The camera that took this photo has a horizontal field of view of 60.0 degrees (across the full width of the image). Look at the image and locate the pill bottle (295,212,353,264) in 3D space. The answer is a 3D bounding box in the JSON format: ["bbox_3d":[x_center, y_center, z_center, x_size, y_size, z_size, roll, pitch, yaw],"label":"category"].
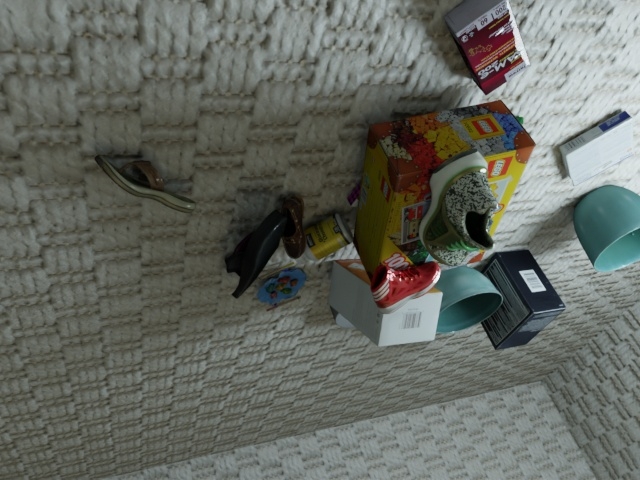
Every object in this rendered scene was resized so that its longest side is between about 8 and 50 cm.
[{"bbox_3d":[0.000,0.000,1.694,0.184,0.103,0.103,-29,145,11],"label":"pill bottle"}]

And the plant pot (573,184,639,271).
[{"bbox_3d":[1.088,-0.062,2.056,0.293,0.235,0.293,-14,144,-10],"label":"plant pot"}]

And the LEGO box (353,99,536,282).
[{"bbox_3d":[0.313,-0.112,1.549,0.373,0.193,0.500,-14,145,-12],"label":"LEGO box"}]

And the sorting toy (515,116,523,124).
[{"bbox_3d":[0.552,-0.234,1.692,0.126,0.127,0.365,-39,151,-27],"label":"sorting toy"}]

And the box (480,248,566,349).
[{"bbox_3d":[0.782,0.240,2.261,0.183,0.296,0.294,-4,143,-24],"label":"box"}]

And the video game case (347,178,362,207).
[{"bbox_3d":[0.223,-0.174,1.626,0.210,0.041,0.232,7,137,-36],"label":"video game case"}]

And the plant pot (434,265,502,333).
[{"bbox_3d":[0.532,0.207,2.170,0.293,0.196,0.293,-13,144,-10],"label":"plant pot"}]

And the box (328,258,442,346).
[{"bbox_3d":[0.201,0.190,1.822,0.215,0.345,0.168,-1,107,-27],"label":"box"}]

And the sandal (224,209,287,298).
[{"bbox_3d":[-0.201,0.029,1.606,0.167,0.107,0.445,-50,175,-33],"label":"sandal"}]

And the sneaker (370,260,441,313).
[{"bbox_3d":[0.238,0.103,1.559,0.221,0.087,0.128,-37,125,-13],"label":"sneaker"}]

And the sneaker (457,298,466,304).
[{"bbox_3d":[0.532,0.264,2.357,0.271,0.100,0.108,-40,166,21],"label":"sneaker"}]

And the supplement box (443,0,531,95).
[{"bbox_3d":[0.393,-0.462,1.294,0.130,0.073,0.239,-33,145,17],"label":"supplement box"}]

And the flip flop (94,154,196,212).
[{"bbox_3d":[-0.402,-0.142,1.306,0.277,0.112,0.080,26,99,-44],"label":"flip flop"}]

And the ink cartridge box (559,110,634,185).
[{"bbox_3d":[0.906,-0.295,1.810,0.223,0.045,0.224,-30,145,15],"label":"ink cartridge box"}]

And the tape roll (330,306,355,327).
[{"bbox_3d":[0.150,0.253,2.147,0.219,0.072,0.219,-13,144,-10],"label":"tape roll"}]

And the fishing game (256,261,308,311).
[{"bbox_3d":[-0.126,0.167,1.901,0.189,0.041,0.264,-21,149,-14],"label":"fishing game"}]

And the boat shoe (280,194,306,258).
[{"bbox_3d":[-0.085,-0.029,1.590,0.073,0.073,0.206,10,125,19],"label":"boat shoe"}]

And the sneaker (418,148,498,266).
[{"bbox_3d":[0.346,-0.024,1.352,0.158,0.182,0.410,-20,146,-3],"label":"sneaker"}]
